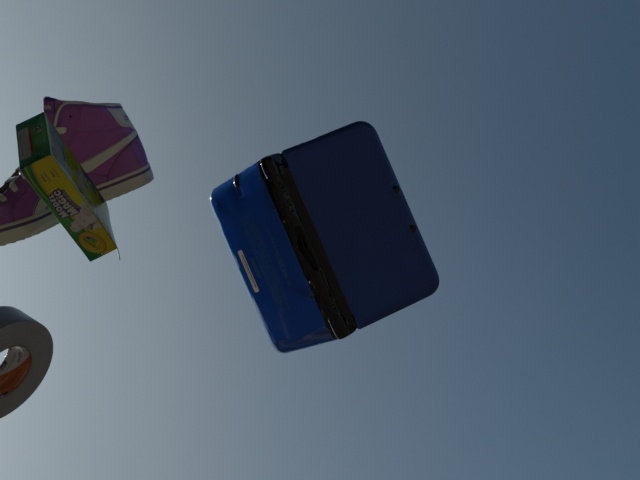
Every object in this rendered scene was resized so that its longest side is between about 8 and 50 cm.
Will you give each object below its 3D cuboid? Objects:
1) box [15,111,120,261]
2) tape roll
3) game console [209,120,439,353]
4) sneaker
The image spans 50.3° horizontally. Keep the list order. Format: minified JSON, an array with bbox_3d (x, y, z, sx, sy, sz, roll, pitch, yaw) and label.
[{"bbox_3d":[-0.301,-0.055,0.828,0.043,0.105,0.179,-27,-46,-3],"label":"box"},{"bbox_3d":[-0.629,0.239,1.318,0.072,0.219,0.219,26,-66,23],"label":"tape roll"},{"bbox_3d":[0.000,0.000,1.078,0.250,0.173,0.293,-23,-90,45],"label":"game console"},{"bbox_3d":[-0.382,-0.105,0.927,0.282,0.102,0.161,-32,-60,-31],"label":"sneaker"}]
